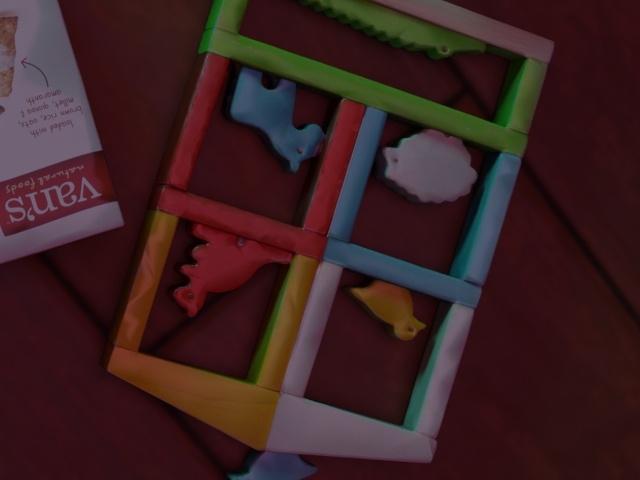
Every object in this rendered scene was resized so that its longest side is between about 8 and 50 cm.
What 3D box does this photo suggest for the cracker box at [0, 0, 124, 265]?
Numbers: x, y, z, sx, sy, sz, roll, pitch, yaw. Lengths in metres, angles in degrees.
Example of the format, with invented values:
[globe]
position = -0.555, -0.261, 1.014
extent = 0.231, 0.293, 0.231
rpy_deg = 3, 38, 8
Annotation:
[cracker box]
position = -0.207, -0.094, 0.859
extent = 0.156, 0.067, 0.232
rpy_deg = -18, 98, -13

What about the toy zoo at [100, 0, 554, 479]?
[toy zoo]
position = 0.000, 0.000, 0.939
extent = 0.192, 0.030, 0.293
rpy_deg = 18, 87, -15
